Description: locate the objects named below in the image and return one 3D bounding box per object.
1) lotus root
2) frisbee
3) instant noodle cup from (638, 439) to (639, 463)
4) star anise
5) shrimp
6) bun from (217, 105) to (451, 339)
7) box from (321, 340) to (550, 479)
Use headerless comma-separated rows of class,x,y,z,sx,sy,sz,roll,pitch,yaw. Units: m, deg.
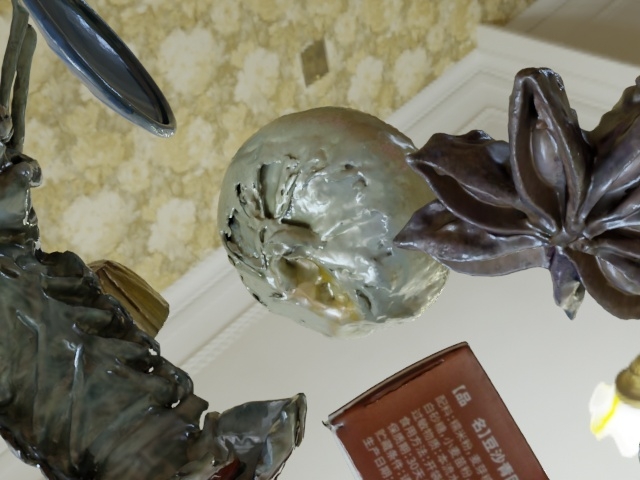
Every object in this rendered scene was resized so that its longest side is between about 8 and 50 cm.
lotus root,-0.242,0.089,0.867,0.095,0.135,0.159,-2,-145,36
frisbee,-0.298,-0.236,1.056,0.049,0.289,0.289,-39,-138,8
instant noodle cup,0.595,0.317,1.295,0.182,0.182,0.144,20,-147,32
star anise,0.158,-0.029,0.491,0.212,0.197,0.073,24,-134,-7
shrimp,-0.188,-0.016,0.374,0.410,0.166,0.221,48,-127,2
bun,0.000,0.000,0.873,0.287,0.287,0.146,16,-139,30
box,0.155,0.287,0.693,0.122,0.344,0.385,-30,-101,-1
